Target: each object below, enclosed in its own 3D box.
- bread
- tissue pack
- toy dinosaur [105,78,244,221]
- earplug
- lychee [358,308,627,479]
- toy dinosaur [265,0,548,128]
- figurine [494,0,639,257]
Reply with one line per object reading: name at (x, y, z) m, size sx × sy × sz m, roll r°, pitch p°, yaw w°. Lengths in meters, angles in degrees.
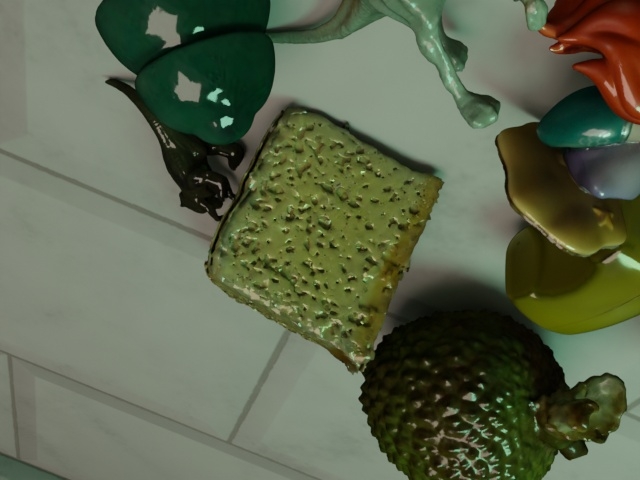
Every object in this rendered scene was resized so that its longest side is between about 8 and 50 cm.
bread at (0.000, 0.000, 0.971) m, size 0.248 × 0.279 × 0.315 m, roll 27°, pitch -177°, yaw -7°
tissue pack at (0.303, 0.029, 0.822) m, size 0.127 × 0.123 × 0.178 m, roll 32°, pitch 139°, yaw -20°
toy dinosaur at (-0.189, -0.090, 0.928) m, size 0.179 × 0.087 × 0.187 m, roll 15°, pitch 140°, yaw 4°
earplug at (-0.142, -0.214, 0.661) m, size 0.164 × 0.257 × 0.280 m, roll -22°, pitch 96°, yaw 20°
lychee at (0.203, 0.217, 0.988) m, size 0.320 × 0.270 × 0.270 m, roll 36°, pitch 154°, yaw 39°
toy dinosaur at (0.077, -0.204, 0.647) m, size 0.393 × 0.092 × 0.205 m, roll 22°, pitch 155°, yaw 51°
figurine at (0.269, -0.124, 0.627) m, size 0.208 × 0.181 × 0.257 m, roll 47°, pitch 135°, yaw 12°
